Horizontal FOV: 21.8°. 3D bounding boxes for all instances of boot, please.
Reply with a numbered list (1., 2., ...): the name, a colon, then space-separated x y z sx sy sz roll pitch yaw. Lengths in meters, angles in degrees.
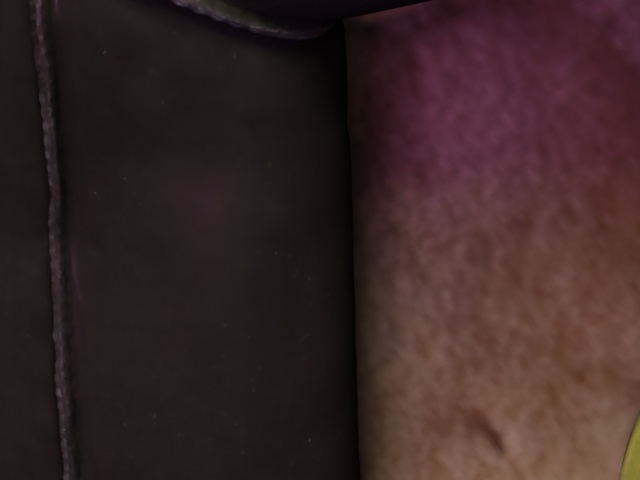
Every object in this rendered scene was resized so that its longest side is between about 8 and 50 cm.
1. boot: -0.002 -0.001 0.625 0.367 0.146 0.445 15 118 21

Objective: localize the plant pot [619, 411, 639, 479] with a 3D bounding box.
1. plant pot: 0.217 0.181 0.568 0.276 0.254 0.276 9 119 17
